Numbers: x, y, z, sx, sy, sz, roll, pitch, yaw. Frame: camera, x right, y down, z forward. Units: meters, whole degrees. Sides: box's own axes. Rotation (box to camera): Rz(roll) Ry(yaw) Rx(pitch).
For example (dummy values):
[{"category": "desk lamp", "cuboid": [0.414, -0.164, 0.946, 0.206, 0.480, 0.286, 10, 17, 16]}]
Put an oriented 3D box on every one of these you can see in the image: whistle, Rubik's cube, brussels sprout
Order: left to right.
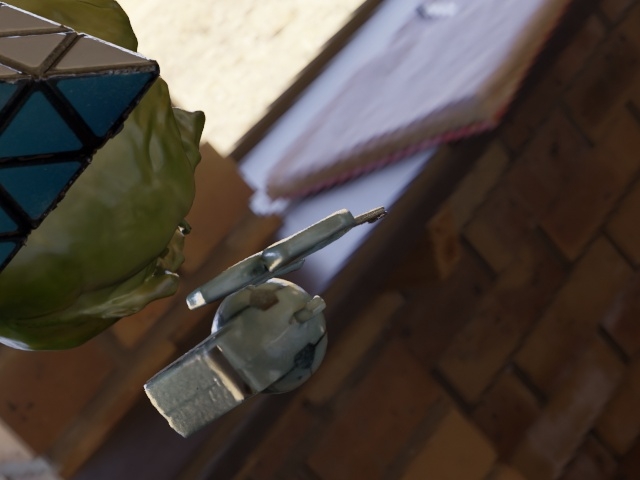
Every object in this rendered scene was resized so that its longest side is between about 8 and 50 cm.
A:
[{"category": "Rubik's cube", "cuboid": [-0.308, -0.107, 1.358, 0.228, 0.233, 0.228, -55, 10, -18]}, {"category": "brussels sprout", "cuboid": [-0.349, -0.068, 1.837, 0.342, 0.425, 0.361, -15, 22, 43]}, {"category": "whistle", "cuboid": [-0.088, 0.139, 2.063, 0.290, 0.163, 0.163, -34, 17, 42]}]

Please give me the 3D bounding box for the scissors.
[{"category": "scissors", "cuboid": [0.001, 0.001, 1.613, 0.191, 0.029, 0.360, -29, -4, 25]}]
